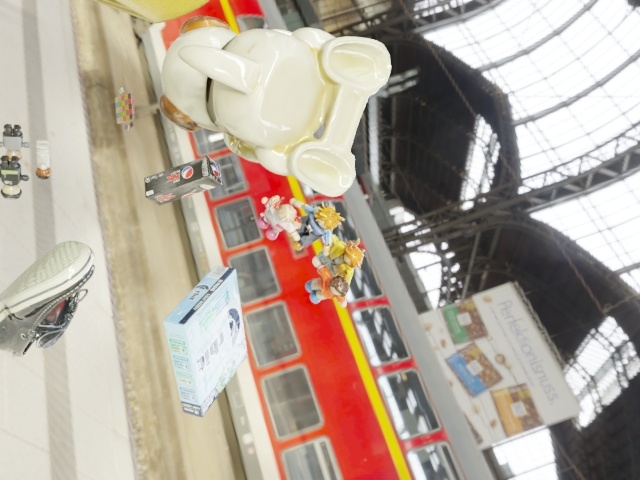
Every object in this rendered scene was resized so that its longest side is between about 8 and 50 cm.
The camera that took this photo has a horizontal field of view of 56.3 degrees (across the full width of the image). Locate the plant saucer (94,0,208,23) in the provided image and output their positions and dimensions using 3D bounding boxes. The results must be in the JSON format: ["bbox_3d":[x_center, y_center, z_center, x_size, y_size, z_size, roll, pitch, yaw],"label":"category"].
[{"bbox_3d":[-0.394,-0.443,0.923,0.081,0.333,0.333,-68,160,7],"label":"plant saucer"}]

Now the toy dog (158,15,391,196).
[{"bbox_3d":[-0.145,-0.274,1.132,0.408,0.395,0.284,28,-67,43],"label":"toy dog"}]

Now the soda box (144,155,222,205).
[{"bbox_3d":[-0.312,-0.134,1.355,0.060,0.169,0.053,39,38,-64],"label":"soda box"}]

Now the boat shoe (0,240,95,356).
[{"bbox_3d":[-0.624,0.145,1.350,0.156,0.500,0.187,44,40,-20],"label":"boat shoe"}]

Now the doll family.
[{"bbox_3d":[0.000,0.000,1.153,0.263,0.118,0.163,54,-25,-7],"label":"doll family"}]

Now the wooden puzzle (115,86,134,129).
[{"bbox_3d":[-0.371,-0.250,1.135,0.006,0.049,0.083,-5,90,-54],"label":"wooden puzzle"}]

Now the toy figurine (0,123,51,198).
[{"bbox_3d":[-0.965,-0.246,1.868,0.209,0.213,0.148,-51,163,-52],"label":"toy figurine"}]

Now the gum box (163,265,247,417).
[{"bbox_3d":[-0.178,0.159,0.958,0.157,0.041,0.184,-54,146,-53],"label":"gum box"}]
